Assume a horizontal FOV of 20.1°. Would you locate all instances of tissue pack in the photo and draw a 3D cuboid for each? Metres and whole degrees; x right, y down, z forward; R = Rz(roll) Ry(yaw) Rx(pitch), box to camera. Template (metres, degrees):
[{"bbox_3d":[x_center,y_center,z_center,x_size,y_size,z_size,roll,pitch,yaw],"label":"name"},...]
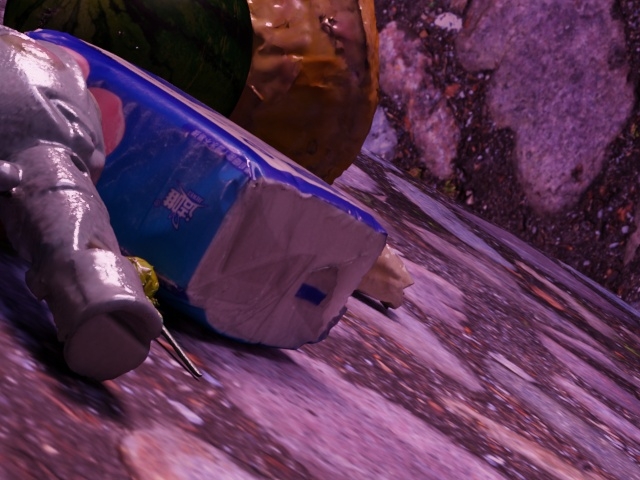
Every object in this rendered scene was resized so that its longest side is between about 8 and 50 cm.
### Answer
[{"bbox_3d":[-0.112,-0.036,1.384,0.269,0.137,0.209,33,7,33],"label":"tissue pack"}]

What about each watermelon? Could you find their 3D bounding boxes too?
[{"bbox_3d":[-0.182,-0.195,1.721,0.242,0.242,0.242,31,7,-5],"label":"watermelon"}]

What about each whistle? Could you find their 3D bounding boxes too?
[{"bbox_3d":[-0.186,-0.035,1.141,0.346,0.133,0.142,-125,-162,-47],"label":"whistle"}]

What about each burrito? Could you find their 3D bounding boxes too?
[{"bbox_3d":[0.000,0.000,1.849,0.226,0.060,0.087,29,3,-17],"label":"burrito"}]

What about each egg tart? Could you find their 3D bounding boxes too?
[{"bbox_3d":[-0.088,-0.195,1.897,0.150,0.352,0.352,-15,41,-43],"label":"egg tart"}]

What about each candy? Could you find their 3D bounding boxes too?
[{"bbox_3d":[-0.110,0.053,1.213,0.035,0.035,0.123,41,8,-50],"label":"candy"}]
